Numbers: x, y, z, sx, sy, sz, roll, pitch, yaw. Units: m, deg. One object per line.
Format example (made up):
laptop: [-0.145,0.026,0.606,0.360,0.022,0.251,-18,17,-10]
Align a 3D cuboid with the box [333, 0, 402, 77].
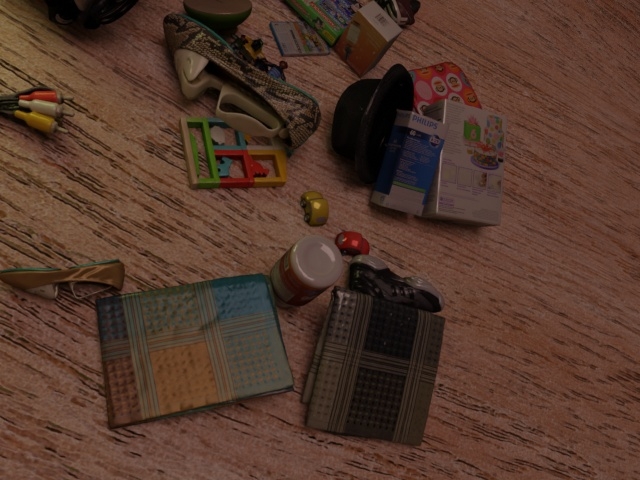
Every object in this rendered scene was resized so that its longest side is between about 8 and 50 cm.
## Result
box: [0.141,-0.609,1.663,0.130,0.170,0.091,45,55,-1]

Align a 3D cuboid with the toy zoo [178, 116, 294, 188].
toy zoo: [-0.202,-0.227,1.407,0.293,0.030,0.193,-4,69,-27]

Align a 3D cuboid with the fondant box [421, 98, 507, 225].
fondant box: [0.414,-0.217,1.592,0.238,0.096,0.331,8,85,-26]

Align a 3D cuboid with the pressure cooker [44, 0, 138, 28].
pressure cooker: [-0.567,-0.729,1.263,0.420,0.370,0.376,36,61,-2]

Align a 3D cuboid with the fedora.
fedora: [0.131,-0.331,1.521,0.152,0.334,0.334,21,52,26]

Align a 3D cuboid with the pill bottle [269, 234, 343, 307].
pill bottle: [-0.044,0.079,1.232,0.121,0.216,0.121,10,64,-21]

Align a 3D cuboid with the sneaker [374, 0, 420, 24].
sneaker: [0.253,-0.857,1.884,0.162,0.106,0.282,-9,81,-35]

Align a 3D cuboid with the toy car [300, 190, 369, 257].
toy car: [0.000,0.000,1.387,0.239,0.053,0.225,45,56,-1]

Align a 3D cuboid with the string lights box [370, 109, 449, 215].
string lights box: [0.244,-0.210,1.496,0.133,0.076,0.260,12,99,-28]

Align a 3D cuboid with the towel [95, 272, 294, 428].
towel: [-0.260,0.219,1.145,0.369,0.040,0.272,-8,70,-18]

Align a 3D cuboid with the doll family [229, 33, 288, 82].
doll family: [-0.172,-0.498,1.515,0.193,0.076,0.111,50,55,-24]

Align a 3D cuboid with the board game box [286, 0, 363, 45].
board game box: [-0.012,-0.777,1.732,0.317,0.046,0.213,45,52,-1]

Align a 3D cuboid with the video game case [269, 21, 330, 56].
video game case: [-0.062,-0.613,1.661,0.166,0.015,0.119,-13,73,-29]

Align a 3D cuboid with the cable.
cable: [-0.686,-0.304,1.187,0.287,0.072,0.140,7,59,-22]

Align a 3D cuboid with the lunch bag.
lunch bag: [0.370,-0.414,1.714,0.293,0.120,0.258,-21,78,-32]

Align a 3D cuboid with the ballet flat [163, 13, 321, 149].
ballet flat: [-0.229,-0.388,1.382,0.482,0.164,0.182,33,64,-2]

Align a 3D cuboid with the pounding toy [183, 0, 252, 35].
pounding toy: [-0.289,-0.616,1.519,0.182,0.110,0.237,-9,43,-19]

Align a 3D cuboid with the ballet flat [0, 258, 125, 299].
ballet flat: [-0.510,0.083,1.094,0.232,0.080,0.073,-5,85,-26]

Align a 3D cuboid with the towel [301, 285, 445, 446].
towel: [0.128,0.298,1.273,0.312,0.056,0.325,17,80,-20]

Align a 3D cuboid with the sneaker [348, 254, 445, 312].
sneaker: [0.178,0.154,1.378,0.268,0.101,0.153,27,59,-6]
